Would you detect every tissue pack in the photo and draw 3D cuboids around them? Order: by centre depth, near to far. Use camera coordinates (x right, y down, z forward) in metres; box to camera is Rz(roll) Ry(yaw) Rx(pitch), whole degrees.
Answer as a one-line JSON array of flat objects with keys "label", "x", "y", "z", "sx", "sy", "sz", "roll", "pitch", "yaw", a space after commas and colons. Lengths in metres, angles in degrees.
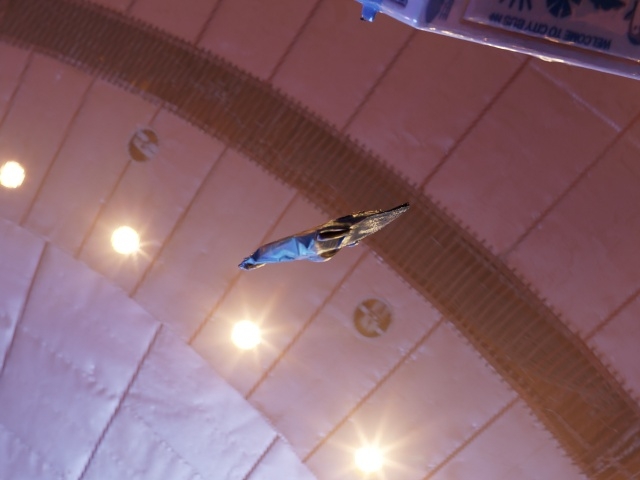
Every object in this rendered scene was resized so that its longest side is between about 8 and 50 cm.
[{"label": "tissue pack", "x": 0.000, "y": 0.000, "z": 0.717, "sx": 0.138, "sy": 0.085, "sz": 0.028, "roll": -12, "pitch": -83, "yaw": 60}]

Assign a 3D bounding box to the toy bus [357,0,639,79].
[{"label": "toy bus", "x": 0.165, "y": -0.189, "z": 0.699, "sx": 0.131, "sy": 0.297, "sz": 0.106, "roll": 46, "pitch": -55, "yaw": 53}]
